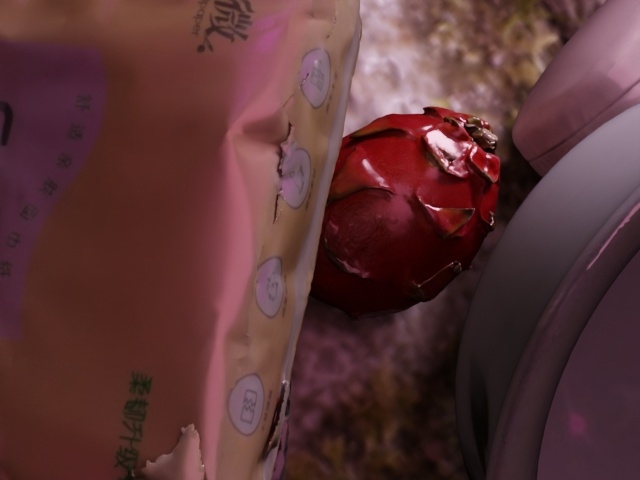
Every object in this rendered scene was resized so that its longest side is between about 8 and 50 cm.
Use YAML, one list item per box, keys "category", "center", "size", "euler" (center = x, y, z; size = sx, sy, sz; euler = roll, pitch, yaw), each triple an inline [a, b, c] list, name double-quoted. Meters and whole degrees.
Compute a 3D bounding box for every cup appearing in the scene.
- category: "cup"
  center: [0.200, 0.065, 0.876]
  size: [0.347, 0.163, 0.347]
  euler: [-8, 111, -20]

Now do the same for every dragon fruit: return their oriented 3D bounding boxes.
- category: "dragon fruit"
  center: [0.000, 0.000, 0.914]
  size: [0.191, 0.094, 0.094]
  euler: [-21, 88, 5]

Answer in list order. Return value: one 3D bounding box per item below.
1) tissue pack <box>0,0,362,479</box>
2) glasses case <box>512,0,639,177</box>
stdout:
- category: "tissue pack"
  center: [-0.097, -0.008, 0.837]
  size: [0.215, 0.123, 0.256]
  euler: [7, 77, 18]
- category: "glasses case"
  center: [0.214, -0.133, 0.964]
  size: [0.297, 0.113, 0.075]
  euler: [-42, 92, -16]
